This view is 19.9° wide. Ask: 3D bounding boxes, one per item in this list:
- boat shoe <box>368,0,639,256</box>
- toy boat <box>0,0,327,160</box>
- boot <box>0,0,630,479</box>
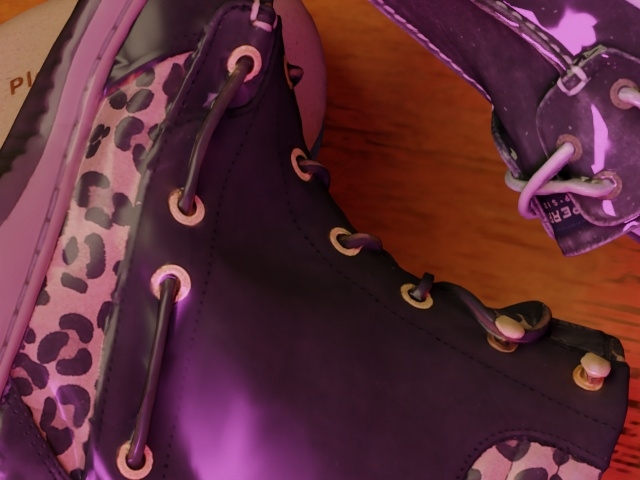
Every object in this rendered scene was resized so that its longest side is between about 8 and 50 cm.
[{"bbox_3d":[0.131,-0.046,0.747,0.119,0.335,0.121,-63,10,-11],"label":"boat shoe"},{"bbox_3d":[-0.110,0.005,0.966,0.267,0.148,0.318,-18,50,15],"label":"toy boat"},{"bbox_3d":[0.000,0.000,0.805,0.377,0.284,0.138,-67,11,-20],"label":"boot"}]
